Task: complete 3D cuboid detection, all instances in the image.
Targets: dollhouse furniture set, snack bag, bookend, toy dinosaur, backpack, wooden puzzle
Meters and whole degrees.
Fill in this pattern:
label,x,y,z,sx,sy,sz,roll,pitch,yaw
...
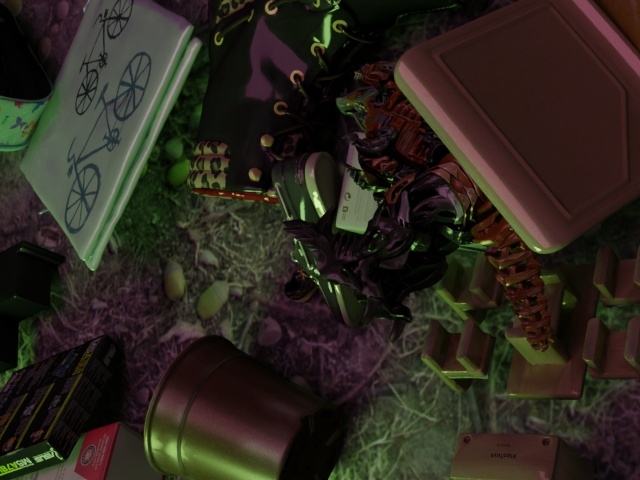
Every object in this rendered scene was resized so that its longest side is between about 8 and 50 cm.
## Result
label,x,y,z,sx,sy,sz,roll,pitch,yaw
dollhouse furniture set,0.223,0.141,1.119,0.212,0.161,0.242,-5,57,35
snack bag,-0.284,-0.167,1.533,0.342,0.037,0.323,40,107,54
bookend,-0.423,0.104,1.592,0.157,0.072,0.156,-24,58,31
toy dinosaur,0.096,-0.031,1.085,0.218,0.164,0.322,-40,38,6
backpack,-0.497,-0.225,1.627,0.253,0.225,0.191,49,117,35
wooden puzzle,0.211,-0.117,1.086,0.221,0.238,0.044,52,149,13

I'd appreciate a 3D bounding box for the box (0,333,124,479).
label,x,y,z,sx,sy,sz,roll,pitch,yaw
box,-0.354,0.216,1.488,0.184,0.045,0.191,-20,29,29

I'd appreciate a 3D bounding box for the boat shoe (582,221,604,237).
label,x,y,z,sx,sy,sz,roll,pitch,yaw
boat shoe,0.247,-0.115,1.166,0.076,0.080,0.229,-19,64,5

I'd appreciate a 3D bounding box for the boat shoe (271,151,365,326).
label,x,y,z,sx,sy,sz,roll,pitch,yaw
boat shoe,0.000,0.000,1.272,0.065,0.075,0.206,-1,120,27

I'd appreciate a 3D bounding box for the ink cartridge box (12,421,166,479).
label,x,y,z,sx,sy,sz,roll,pitch,yaw
ink cartridge box,-0.312,0.338,1.431,0.237,0.100,0.172,-21,42,32

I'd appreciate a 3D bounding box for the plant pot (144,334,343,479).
label,x,y,z,sx,sy,sz,roll,pitch,yaw
plant pot,-0.075,0.208,1.291,0.165,0.167,0.167,20,93,28

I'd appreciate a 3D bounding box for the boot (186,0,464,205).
label,x,y,z,sx,sy,sz,roll,pitch,yaw
boot,-0.006,-0.179,1.315,0.377,0.138,0.284,6,84,40

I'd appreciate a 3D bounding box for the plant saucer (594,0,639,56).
label,x,y,z,sx,sy,sz,roll,pitch,yaw
plant saucer,0.340,-0.380,1.137,0.333,0.081,0.333,-44,59,22

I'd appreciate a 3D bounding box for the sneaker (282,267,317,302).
label,x,y,z,sx,sy,sz,roll,pitch,yaw
sneaker,-0.009,0.039,1.341,0.083,0.035,0.031,-50,58,18

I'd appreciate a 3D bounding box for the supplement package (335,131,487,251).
label,x,y,z,sx,sy,sz,roll,pitch,yaw
supplement package,0.123,-0.047,1.217,0.179,0.105,0.105,8,86,36
